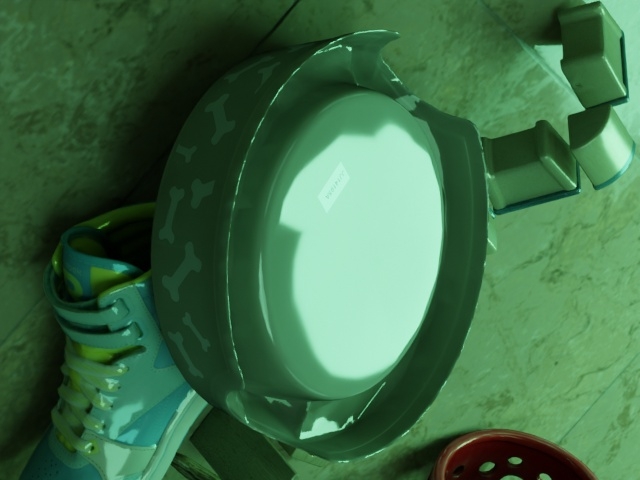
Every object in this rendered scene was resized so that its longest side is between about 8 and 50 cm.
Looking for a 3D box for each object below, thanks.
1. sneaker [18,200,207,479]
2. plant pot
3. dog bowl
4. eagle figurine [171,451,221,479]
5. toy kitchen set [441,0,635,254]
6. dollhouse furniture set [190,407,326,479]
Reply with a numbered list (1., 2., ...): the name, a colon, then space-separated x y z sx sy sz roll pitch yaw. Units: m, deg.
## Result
1. sneaker: -0.187 0.100 1.621 0.319 0.127 0.208 -53 140 -5
2. plant pot: 0.186 0.315 2.042 0.191 0.191 0.174 -13 137 -31
3. dog bowl: 0.000 0.000 1.607 0.349 0.102 0.348 -13 106 -51
4. eagle figurine: -0.107 0.373 1.857 0.298 0.226 0.225 -59 157 8
5. toy kitchen set: 0.182 -0.098 1.800 0.207 0.166 0.122 -15 143 22
6. dollhouse furniture set: 0.000 0.182 1.830 0.151 0.123 0.144 26 104 -47
